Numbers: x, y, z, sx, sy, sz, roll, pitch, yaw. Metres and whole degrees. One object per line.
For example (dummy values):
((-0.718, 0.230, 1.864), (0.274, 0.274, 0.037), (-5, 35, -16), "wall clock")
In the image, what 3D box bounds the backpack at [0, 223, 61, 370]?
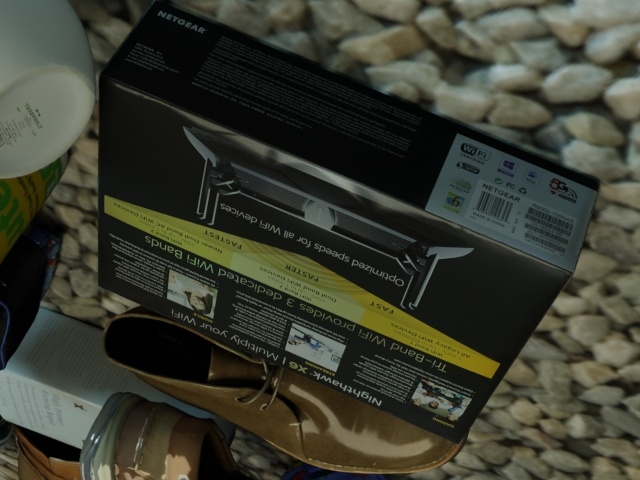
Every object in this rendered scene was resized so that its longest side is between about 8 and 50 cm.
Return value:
((-0.334, 0.024, 0.973), (0.173, 0.117, 0.158), (26, 145, -1), "backpack")

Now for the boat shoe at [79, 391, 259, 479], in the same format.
((-0.105, 0.259, 0.998), (0.116, 0.123, 0.324), (1, 141, 19), "boat shoe")

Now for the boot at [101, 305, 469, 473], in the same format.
((-0.035, 0.118, 0.885), (0.305, 0.112, 0.115), (14, 177, 17), "boot")

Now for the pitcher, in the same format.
((-0.223, -0.123, 0.691), (0.207, 0.125, 0.178), (46, 169, 24), "pitcher")

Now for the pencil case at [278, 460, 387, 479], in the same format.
((-0.012, 0.323, 1.158), (0.119, 0.133, 0.306), (-12, 151, -20), "pencil case")

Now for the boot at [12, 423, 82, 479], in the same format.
((-0.226, 0.293, 1.284), (0.283, 0.109, 0.220), (23, 142, 17), "boot")

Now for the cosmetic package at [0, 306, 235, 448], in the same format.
((-0.203, 0.157, 1.092), (0.231, 0.085, 0.117), (19, 144, 12), "cosmetic package")

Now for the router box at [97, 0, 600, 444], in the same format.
((0.000, 0.000, 0.764), (0.309, 0.081, 0.243), (24, 144, 4), "router box")

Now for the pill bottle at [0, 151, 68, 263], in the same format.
((-0.301, -0.005, 0.803), (0.136, 0.245, 0.136), (17, 144, 13), "pill bottle")

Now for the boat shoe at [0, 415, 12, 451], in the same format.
((-0.424, 0.104, 1.126), (0.119, 0.121, 0.335), (-34, 122, 14), "boat shoe")
